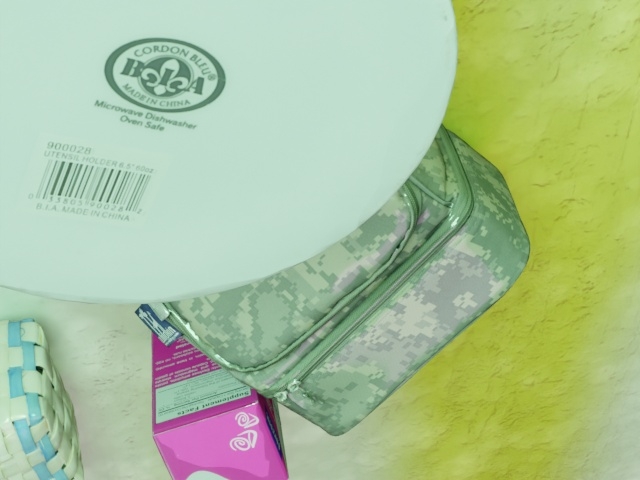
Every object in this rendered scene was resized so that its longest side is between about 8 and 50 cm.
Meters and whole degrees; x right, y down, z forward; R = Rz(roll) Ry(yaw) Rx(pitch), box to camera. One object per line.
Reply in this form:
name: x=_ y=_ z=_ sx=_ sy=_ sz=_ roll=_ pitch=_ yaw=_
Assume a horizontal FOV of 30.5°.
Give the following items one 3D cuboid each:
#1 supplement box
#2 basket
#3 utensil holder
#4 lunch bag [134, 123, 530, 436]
supplement box: x=-0.109 y=0.161 z=1.227 sx=0.113 sy=0.220 sz=0.111 roll=-17 pitch=120 yaw=3
basket: x=-0.405 y=0.207 z=1.220 sx=0.288 sy=0.201 sz=0.255 roll=-15 pitch=143 yaw=-9
utensil holder: x=-0.113 y=-0.205 z=0.681 sx=0.327 sy=0.386 sz=0.328 roll=-9 pitch=140 yaw=-8
lunch bag: x=0.000 y=0.000 z=1.099 sx=0.256 sy=0.213 sz=0.305 roll=37 pitch=114 yaw=-24
